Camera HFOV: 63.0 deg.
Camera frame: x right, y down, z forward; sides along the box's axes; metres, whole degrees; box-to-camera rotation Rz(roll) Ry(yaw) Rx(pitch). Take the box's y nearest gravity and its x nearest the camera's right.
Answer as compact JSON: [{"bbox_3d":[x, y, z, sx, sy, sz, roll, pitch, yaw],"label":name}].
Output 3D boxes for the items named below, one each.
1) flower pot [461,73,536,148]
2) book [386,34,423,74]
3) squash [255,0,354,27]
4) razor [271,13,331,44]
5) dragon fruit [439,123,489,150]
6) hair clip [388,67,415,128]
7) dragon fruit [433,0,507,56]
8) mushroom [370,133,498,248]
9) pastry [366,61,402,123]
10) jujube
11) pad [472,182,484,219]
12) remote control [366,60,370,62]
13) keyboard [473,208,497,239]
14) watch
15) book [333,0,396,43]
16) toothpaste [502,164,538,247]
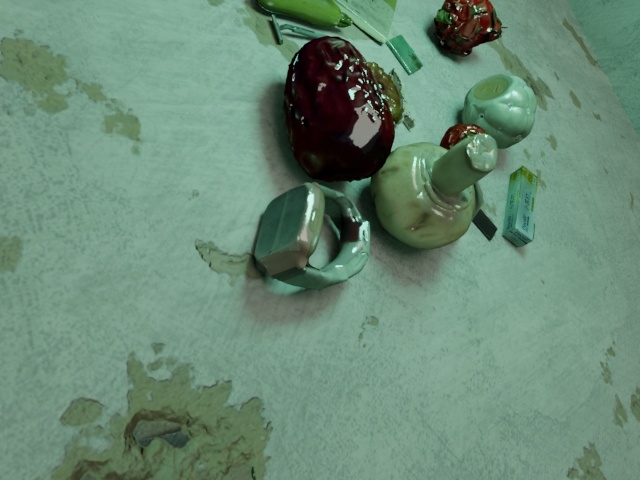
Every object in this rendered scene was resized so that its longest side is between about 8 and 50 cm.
[{"bbox_3d":[0.602,-0.439,1.766,0.195,0.246,0.246,51,42,-39],"label":"flower pot"},{"bbox_3d":[0.289,-0.634,1.774,0.135,0.017,0.103,53,48,-3],"label":"book"},{"bbox_3d":[-0.041,-0.679,1.498,0.341,0.094,0.094,-2,69,-35],"label":"squash"},{"bbox_3d":[-0.042,-0.590,1.486,0.211,0.036,0.084,-9,76,-39],"label":"razor"},{"bbox_3d":[0.450,-0.275,1.612,0.172,0.172,0.209,61,28,4],"label":"dragon fruit"},{"bbox_3d":[0.256,-0.447,1.643,0.072,0.034,0.226,17,57,-35],"label":"hair clip"},{"bbox_3d":[0.551,-0.787,1.920,0.293,0.234,0.233,17,58,-25],"label":"dragon fruit"},{"bbox_3d":[0.306,-0.139,1.324,0.314,0.336,0.314,11,67,-27],"label":"mushroom"},{"bbox_3d":[0.133,-0.411,1.485,0.229,0.100,0.218,43,49,-10],"label":"pastry"},{"bbox_3d":[0.039,-0.311,1.277,0.258,0.258,0.376,7,57,-35],"label":"jujube"},{"bbox_3d":[0.415,-0.130,1.495,0.004,0.232,0.156,-8,70,-4],"label":"pad"},{"bbox_3d":[0.070,-0.531,1.535,0.229,0.044,0.073,-4,37,-44],"label":"remote control"},{"bbox_3d":[0.487,-0.086,1.649,0.195,0.018,0.060,47,55,-8],"label":"keyboard"},{"bbox_3d":[0.000,0.000,1.159,0.241,0.162,0.253,35,52,-35],"label":"watch"},{"bbox_3d":[0.153,-0.836,1.761,0.239,0.035,0.352,29,53,-19],"label":"book"},{"bbox_3d":[0.685,-0.119,1.785,0.089,0.071,0.313,34,52,-14],"label":"toothpaste"}]
